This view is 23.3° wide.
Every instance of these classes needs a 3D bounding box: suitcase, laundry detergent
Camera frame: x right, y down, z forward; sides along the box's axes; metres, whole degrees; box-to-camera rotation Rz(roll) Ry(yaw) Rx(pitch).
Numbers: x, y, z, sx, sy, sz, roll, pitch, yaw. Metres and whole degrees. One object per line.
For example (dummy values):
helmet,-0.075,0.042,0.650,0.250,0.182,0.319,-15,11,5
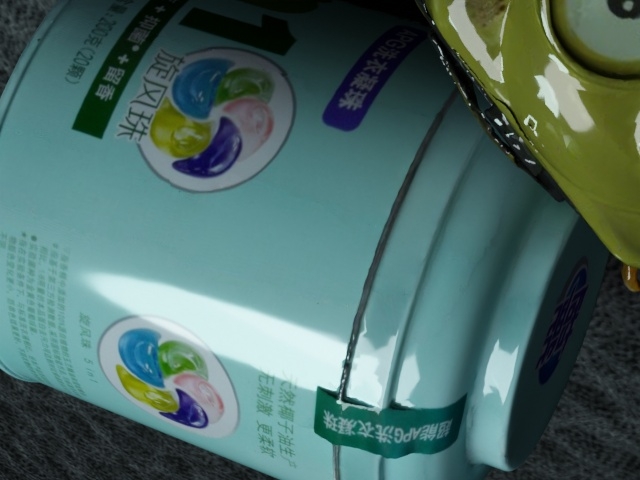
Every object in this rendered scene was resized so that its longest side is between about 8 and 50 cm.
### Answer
suitcase,0.171,-0.114,0.702,0.235,0.143,0.194,-38,109,11
laundry detergent,0.000,0.000,0.914,0.305,0.287,0.287,19,140,19

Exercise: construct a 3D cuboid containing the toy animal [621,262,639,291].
toy animal,0.231,0.006,0.944,0.083,0.060,0.081,23,101,15
